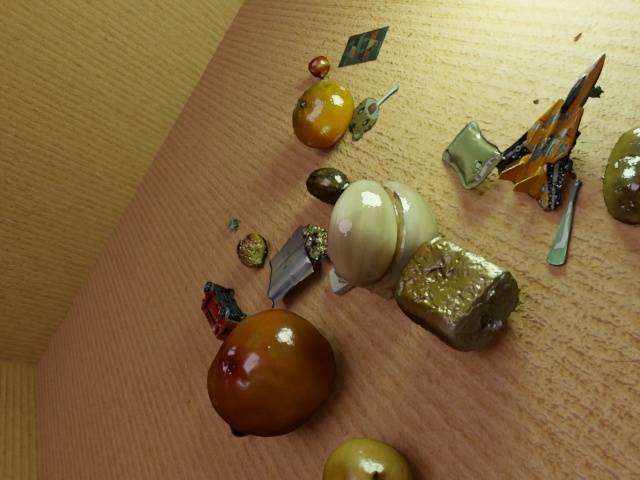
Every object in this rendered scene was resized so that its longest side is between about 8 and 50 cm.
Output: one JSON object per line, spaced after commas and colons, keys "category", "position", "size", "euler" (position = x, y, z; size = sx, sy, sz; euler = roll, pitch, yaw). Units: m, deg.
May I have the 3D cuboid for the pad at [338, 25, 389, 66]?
{"category": "pad", "position": [0.157, -0.723, 1.737], "size": [0.211, 0.003, 0.142], "euler": [12, 79, 49]}

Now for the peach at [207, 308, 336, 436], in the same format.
{"category": "peach", "position": [-0.136, 0.348, 1.250], "size": [0.343, 0.302, 0.342], "euler": [-26, 52, 38]}

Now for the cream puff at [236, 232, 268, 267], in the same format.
{"category": "cream puff", "position": [-0.255, 0.038, 1.703], "size": [0.119, 0.104, 0.133], "euler": [-16, 60, 34]}

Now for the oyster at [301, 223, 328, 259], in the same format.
{"category": "oyster", "position": [-0.005, -0.003, 1.465], "size": [0.106, 0.056, 0.177], "euler": [-24, 38, -1]}

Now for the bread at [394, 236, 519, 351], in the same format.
{"category": "bread", "position": [0.300, 0.128, 1.000], "size": [0.195, 0.176, 0.246], "euler": [-51, 37, -3]}

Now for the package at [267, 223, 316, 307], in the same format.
{"category": "package", "position": [-0.099, 0.088, 1.547], "size": [0.204, 0.062, 0.250], "euler": [-45, 30, 22]}

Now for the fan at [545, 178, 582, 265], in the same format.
{"category": "fan", "position": [0.519, -0.038, 0.975], "size": [0.038, 0.016, 0.193], "euler": [13, 81, 47]}

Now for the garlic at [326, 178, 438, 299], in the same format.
{"category": "garlic", "position": [0.155, -0.021, 1.184], "size": [0.249, 0.286, 0.312], "euler": [143, 144, -80]}

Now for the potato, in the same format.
{"category": "potato", "position": [0.608, -0.134, 0.881], "size": [0.164, 0.081, 0.200], "euler": [3, 70, 49]}

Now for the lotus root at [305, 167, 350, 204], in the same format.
{"category": "lotus root", "position": [0.028, -0.179, 1.497], "size": [0.210, 0.120, 0.120], "euler": [16, 82, 52]}

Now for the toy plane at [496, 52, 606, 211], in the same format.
{"category": "toy plane", "position": [0.515, -0.238, 0.995], "size": [0.316, 0.103, 0.204], "euler": [-62, 38, 27]}

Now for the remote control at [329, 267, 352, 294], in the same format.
{"category": "remote control", "position": [0.101, 0.084, 1.347], "size": [0.190, 0.029, 0.087], "euler": [-37, 46, 28]}

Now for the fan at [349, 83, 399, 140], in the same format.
{"category": "fan", "position": [0.176, -0.446, 1.565], "size": [0.227, 0.008, 0.152], "euler": [-38, 45, 29]}

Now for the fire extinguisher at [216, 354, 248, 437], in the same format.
{"category": "fire extinguisher", "position": [-0.280, 0.488, 1.488], "size": [0.104, 0.105, 0.269], "euler": [-54, 40, 11]}

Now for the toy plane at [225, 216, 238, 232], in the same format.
{"category": "toy plane", "position": [-0.365, -0.069, 1.929], "size": [0.080, 0.033, 0.083], "euler": [-42, 37, 25]}

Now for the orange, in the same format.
{"category": "orange", "position": [0.004, -0.439, 1.616], "size": [0.240, 0.171, 0.240], "euler": [-28, 50, 38]}

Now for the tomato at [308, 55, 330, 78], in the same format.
{"category": "tomato", "position": [-0.002, -0.683, 1.831], "size": [0.087, 0.087, 0.075], "euler": [-35, 83, 30]}

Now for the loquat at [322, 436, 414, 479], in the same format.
{"category": "loquat", "position": [0.099, 0.528, 0.984], "size": [0.208, 0.208, 0.208], "euler": [-24, 54, 38]}

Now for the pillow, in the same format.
{"category": "pillow", "position": [0.381, -0.217, 1.181], "size": [0.130, 0.033, 0.217], "euler": [-50, 28, 28]}

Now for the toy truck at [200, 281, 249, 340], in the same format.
{"category": "toy truck", "position": [-0.359, 0.255, 1.690], "size": [0.114, 0.108, 0.253], "euler": [-56, 41, 8]}
